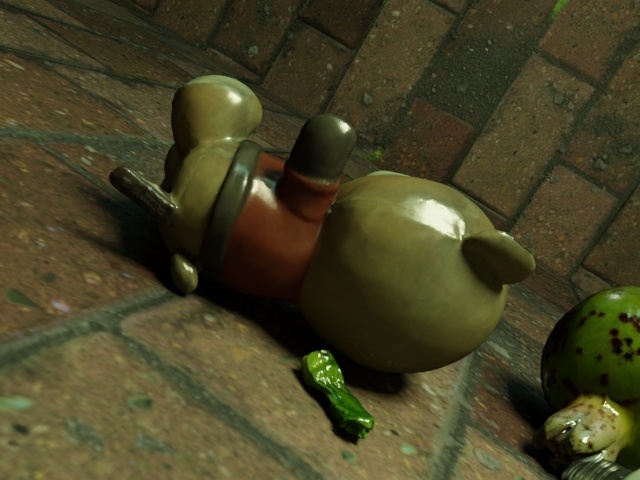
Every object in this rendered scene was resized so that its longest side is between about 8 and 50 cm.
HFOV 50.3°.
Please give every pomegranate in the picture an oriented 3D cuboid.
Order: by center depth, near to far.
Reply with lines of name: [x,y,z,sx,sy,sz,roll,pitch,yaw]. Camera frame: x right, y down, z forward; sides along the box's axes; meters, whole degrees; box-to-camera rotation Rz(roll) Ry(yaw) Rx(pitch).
pomegranate: [0.305,0.157,0.686,0.248,0.202,0.202,-20,46,-36]

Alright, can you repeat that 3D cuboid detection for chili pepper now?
chili pepper: [0.012,0.115,0.506,0.030,0.034,0.091,-14,36,-22]

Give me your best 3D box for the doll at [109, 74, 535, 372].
doll: [0.000,0.000,0.576,0.330,0.235,0.174,23,57,0]

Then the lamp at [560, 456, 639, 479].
lamp: [0.304,0.239,0.442,0.182,0.181,0.314,29,-5,-9]
